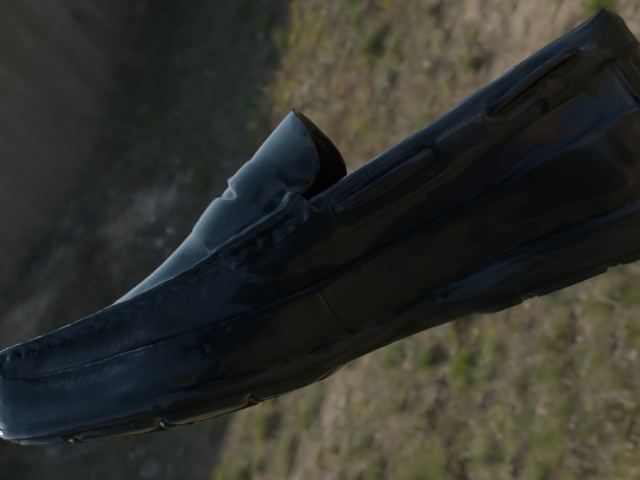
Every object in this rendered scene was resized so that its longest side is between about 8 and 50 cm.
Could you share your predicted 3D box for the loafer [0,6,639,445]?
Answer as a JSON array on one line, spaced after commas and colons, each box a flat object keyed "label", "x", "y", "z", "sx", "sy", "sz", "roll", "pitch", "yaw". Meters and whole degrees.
[{"label": "loafer", "x": 0.000, "y": 0.000, "z": 0.481, "sx": 0.076, "sy": 0.223, "sz": 0.078, "roll": 2, "pitch": -114, "yaw": -83}]
